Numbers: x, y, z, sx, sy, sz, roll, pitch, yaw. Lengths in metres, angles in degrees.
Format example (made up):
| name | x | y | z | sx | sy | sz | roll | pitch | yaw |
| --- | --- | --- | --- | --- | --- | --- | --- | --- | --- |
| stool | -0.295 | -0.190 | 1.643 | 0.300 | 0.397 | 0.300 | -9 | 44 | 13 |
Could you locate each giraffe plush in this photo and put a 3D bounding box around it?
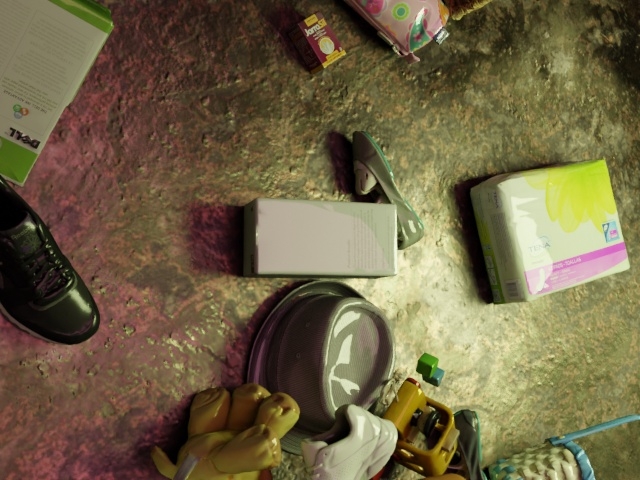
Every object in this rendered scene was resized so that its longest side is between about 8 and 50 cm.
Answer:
| name | x | y | z | sx | sy | sz | roll | pitch | yaw |
| --- | --- | --- | --- | --- | --- | --- | --- | --- | --- |
| giraffe plush | -0.114 | 0.325 | 1.174 | 0.210 | 0.181 | 0.170 | -43 | 127 | -39 |

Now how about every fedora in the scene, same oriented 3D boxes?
| name | x | y | z | sx | sy | sz | roll | pitch | yaw |
| --- | --- | --- | --- | --- | --- | --- | --- | --- | --- |
| fedora | 0.024 | 0.192 | 1.281 | 0.244 | 0.124 | 0.275 | 32 | 68 | -23 |

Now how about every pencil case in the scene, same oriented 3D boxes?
| name | x | y | z | sx | sy | sz | roll | pitch | yaw |
| --- | --- | --- | --- | --- | --- | --- | --- | --- | --- |
| pencil case | 0.087 | -0.426 | 1.410 | 0.284 | 0.124 | 0.124 | 38 | 66 | -22 |

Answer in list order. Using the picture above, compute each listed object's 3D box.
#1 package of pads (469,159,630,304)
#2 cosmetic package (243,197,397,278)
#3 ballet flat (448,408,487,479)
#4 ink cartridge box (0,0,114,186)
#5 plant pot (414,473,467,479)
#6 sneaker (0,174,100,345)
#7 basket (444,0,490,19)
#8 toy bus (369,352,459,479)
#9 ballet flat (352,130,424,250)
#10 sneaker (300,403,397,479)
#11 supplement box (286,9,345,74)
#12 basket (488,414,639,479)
| name | x | y | z | sx | sy | sz | roll | pitch | yaw |
| --- | --- | --- | --- | --- | --- | --- | --- | --- | --- |
| package of pads | 0.426 | -0.025 | 1.564 | 0.297 | 0.101 | 0.229 | -14 | 91 | -32 |
| cosmetic package | 0.000 | 0.000 | 1.300 | 0.231 | 0.085 | 0.117 | 3 | 82 | -19 |
| ballet flat | 0.245 | 0.384 | 1.425 | 0.074 | 0.074 | 0.203 | -15 | 97 | -31 |
| ink cartridge box | -0.416 | -0.230 | 1.107 | 0.189 | 0.097 | 0.255 | 27 | 104 | -25 |
| plant pot | 0.116 | 0.494 | 1.224 | 0.204 | 0.291 | 0.290 | -1 | 83 | -13 |
| sneaker | -0.379 | 0.021 | 1.066 | 0.107 | 0.124 | 0.283 | -45 | 106 | -27 |
| basket | 0.316 | -0.563 | 1.457 | 0.223 | 0.299 | 0.213 | -46 | 106 | -27 |
| toy bus | 0.161 | 0.293 | 1.314 | 0.202 | 0.104 | 0.190 | -20 | 127 | -59 |
| ballet flat | 0.097 | -0.078 | 1.396 | 0.068 | 0.072 | 0.213 | -35 | 100 | -18 |
| sneaker | 0.004 | 0.328 | 1.173 | 0.115 | 0.090 | 0.232 | 38 | 70 | -21 |
| supplement box | -0.007 | -0.323 | 1.382 | 0.055 | 0.043 | 0.083 | -39 | 103 | -27 |
| basket | 0.444 | 0.441 | 1.432 | 0.289 | 0.201 | 0.254 | -9 | 89 | 0 |
